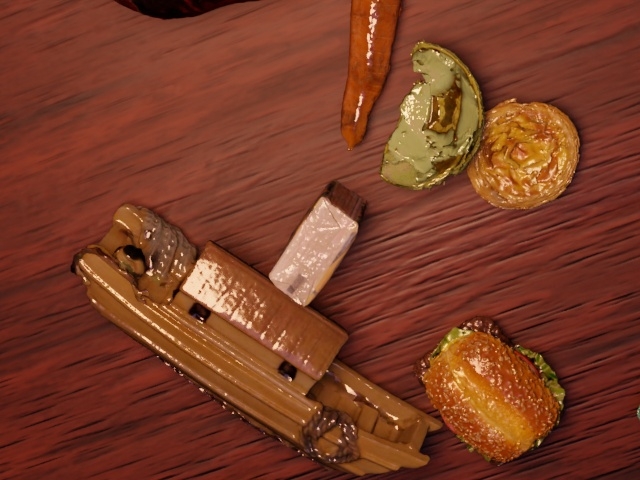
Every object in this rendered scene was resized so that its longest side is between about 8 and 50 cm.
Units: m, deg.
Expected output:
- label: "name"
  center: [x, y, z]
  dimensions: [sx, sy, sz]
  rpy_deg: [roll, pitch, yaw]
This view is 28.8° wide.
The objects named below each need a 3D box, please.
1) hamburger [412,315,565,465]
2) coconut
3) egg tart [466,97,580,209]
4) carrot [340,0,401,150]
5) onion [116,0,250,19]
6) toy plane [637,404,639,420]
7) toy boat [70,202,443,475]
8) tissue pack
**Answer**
- label: "hamburger"
  center: [0.193, 0.170, 1.403]
  dimensions: [0.137, 0.087, 0.166]
  rpy_deg: [-41, 96, 11]
- label: "coconut"
  center: [0.125, -0.124, 1.345]
  dimensions: [0.133, 0.055, 0.158]
  rpy_deg: [39, 112, 29]
- label: "egg tart"
  center: [0.219, -0.096, 1.368]
  dimensions: [0.129, 0.049, 0.128]
  rpy_deg: [1, 107, 2]
- label: "carrot"
  center: [0.054, -0.219, 1.352]
  dimensions: [0.059, 0.059, 0.247]
  rpy_deg: [9, 106, 3]
- label: "onion"
  center: [-0.120, -0.332, 1.259]
  dimensions: [0.281, 0.221, 0.281]
  rpy_deg: [9, 146, 6]
- label: "toy plane"
  center: [0.475, 0.207, 1.404]
  dimensions: [0.235, 0.060, 0.096]
  rpy_deg: [2, 94, 1]
- label: "toy boat"
  center: [-0.061, 0.110, 1.388]
  dimensions: [0.445, 0.136, 0.162]
  rpy_deg: [36, 125, -5]
- label: "tissue pack"
  center: [0.000, 0.000, 1.353]
  dimensions: [0.060, 0.148, 0.108]
  rpy_deg: [34, 102, -1]
